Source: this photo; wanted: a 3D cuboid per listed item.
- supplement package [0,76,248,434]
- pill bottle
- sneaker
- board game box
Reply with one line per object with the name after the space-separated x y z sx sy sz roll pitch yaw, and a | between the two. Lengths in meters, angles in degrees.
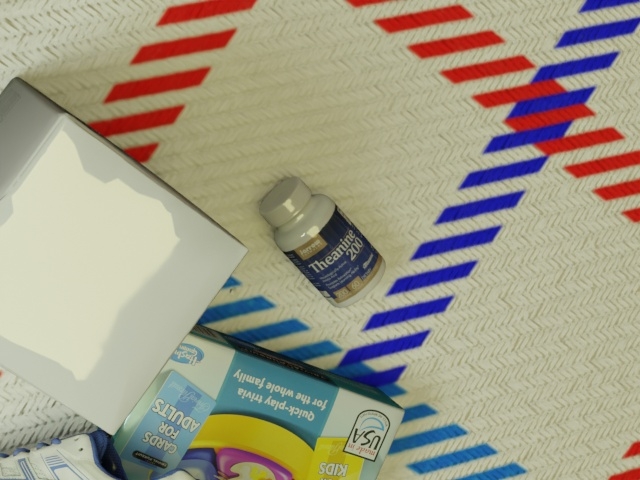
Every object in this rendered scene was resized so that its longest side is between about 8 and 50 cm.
-0.207 0.001 1.177 0.175 0.293 0.177 37 89 -21 | supplement package
0.000 0.000 1.367 0.067 0.067 0.120 -44 111 -5 | pill bottle
-0.231 0.221 1.273 0.296 0.112 0.131 15 70 19 | sneaker
-0.104 0.262 1.381 0.254 0.079 0.336 21 94 -21 | board game box
